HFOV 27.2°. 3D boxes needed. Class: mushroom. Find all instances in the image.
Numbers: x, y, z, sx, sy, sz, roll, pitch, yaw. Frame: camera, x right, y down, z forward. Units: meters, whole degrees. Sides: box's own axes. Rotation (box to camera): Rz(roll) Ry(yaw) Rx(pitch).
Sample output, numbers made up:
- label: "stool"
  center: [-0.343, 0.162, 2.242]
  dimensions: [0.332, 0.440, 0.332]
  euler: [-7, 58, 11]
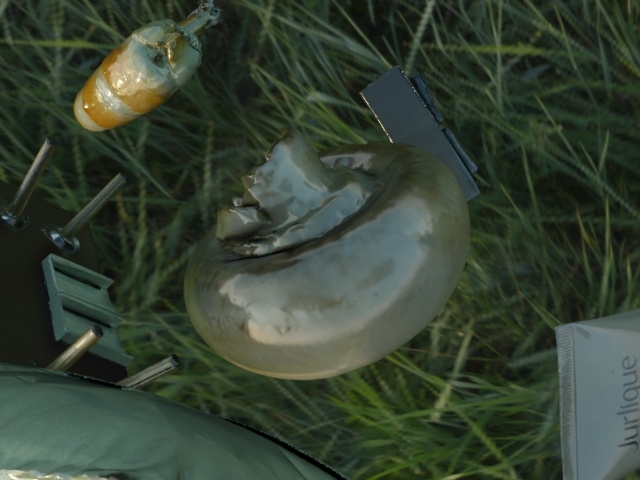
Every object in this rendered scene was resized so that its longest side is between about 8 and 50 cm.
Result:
- label: "mushroom"
  center: [0.000, 0.000, 0.992]
  dimensions: [0.227, 0.226, 0.178]
  euler: [-22, 105, 10]

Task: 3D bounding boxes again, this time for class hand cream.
- label: "hand cream"
  center: [0.175, 0.058, 0.621]
  dimensions: [0.054, 0.186, 0.087]
  euler: [13, 113, 50]

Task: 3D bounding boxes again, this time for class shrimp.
- label: "shrimp"
  center: [-0.103, -0.136, 0.940]
  dimensions: [0.049, 0.161, 0.166]
  euler: [52, 52, -10]

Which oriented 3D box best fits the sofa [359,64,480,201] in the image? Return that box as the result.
- label: "sofa"
  center: [0.100, -0.100, 1.281]
  dimensions: [0.060, 0.085, 0.147]
  euler: [-33, 92, 4]

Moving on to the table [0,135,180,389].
- label: "table"
  center: [-0.182, 0.037, 0.937]
  dimensions: [0.111, 0.122, 0.240]
  euler: [-42, 46, 21]

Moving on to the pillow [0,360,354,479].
- label: "pillow"
  center: [-0.107, 0.117, 0.539]
  dimensions: [0.310, 0.312, 0.119]
  euler: [2, 71, 28]
